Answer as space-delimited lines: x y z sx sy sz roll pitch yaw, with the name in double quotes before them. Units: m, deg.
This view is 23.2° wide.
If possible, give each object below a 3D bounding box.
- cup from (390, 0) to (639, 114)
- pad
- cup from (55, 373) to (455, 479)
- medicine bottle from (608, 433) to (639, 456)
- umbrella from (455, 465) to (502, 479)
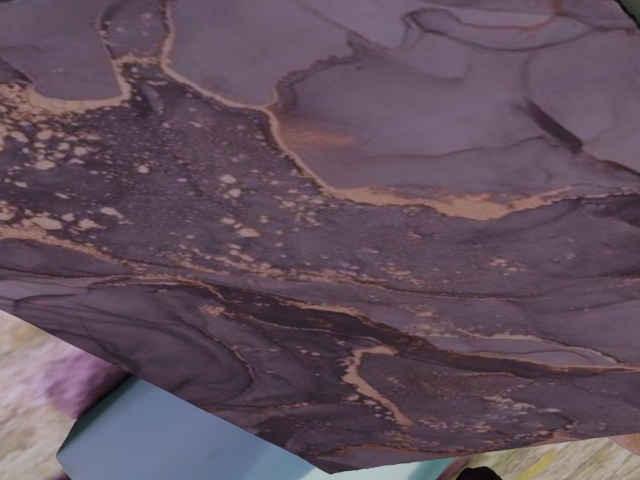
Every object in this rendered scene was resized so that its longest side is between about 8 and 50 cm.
"cup" 0.102 -0.145 0.393 0.347 0.163 0.347 -32 158 -15
"pad" 0.000 0.000 0.430 0.248 0.007 0.367 -12 150 33
"cup" 0.015 0.058 0.707 0.236 0.134 0.148 -43 -172 -1
"medicine bottle" 0.216 -0.051 0.654 0.322 0.151 0.151 -39 164 -42
"umbrella" 0.014 0.308 1.202 0.336 0.154 0.128 -51 128 -14
